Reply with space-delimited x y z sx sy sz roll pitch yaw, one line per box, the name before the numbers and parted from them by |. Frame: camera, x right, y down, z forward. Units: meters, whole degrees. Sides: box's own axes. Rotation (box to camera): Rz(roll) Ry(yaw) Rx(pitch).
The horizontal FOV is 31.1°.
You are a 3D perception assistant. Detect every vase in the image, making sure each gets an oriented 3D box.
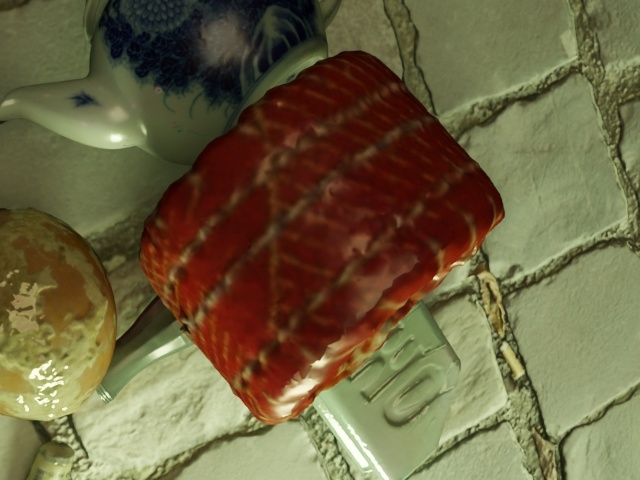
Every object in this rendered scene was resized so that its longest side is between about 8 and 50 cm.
vase | -0.170 0.096 1.288 0.214 0.086 0.086 -38 112 -12

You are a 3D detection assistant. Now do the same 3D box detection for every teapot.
teapot | -0.138 -0.221 1.183 0.280 0.252 0.424 41 66 12

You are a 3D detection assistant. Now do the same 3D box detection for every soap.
soap | 0.056 0.136 1.392 0.173 0.095 0.289 -39 112 -15

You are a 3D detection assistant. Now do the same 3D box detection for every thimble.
thimble | 0.000 0.000 1.124 0.350 0.350 0.230 -39 82 -16

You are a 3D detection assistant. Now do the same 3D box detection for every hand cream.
hand cream | -0.309 0.290 1.273 0.061 0.039 0.143 16 100 -34

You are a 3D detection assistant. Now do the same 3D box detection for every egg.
egg | -0.299 0.078 1.158 0.195 0.195 0.233 -37 131 -17

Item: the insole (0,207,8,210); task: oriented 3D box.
insole | -0.302 0.006 1.249 0.135 0.002 0.045 30 82 -27
